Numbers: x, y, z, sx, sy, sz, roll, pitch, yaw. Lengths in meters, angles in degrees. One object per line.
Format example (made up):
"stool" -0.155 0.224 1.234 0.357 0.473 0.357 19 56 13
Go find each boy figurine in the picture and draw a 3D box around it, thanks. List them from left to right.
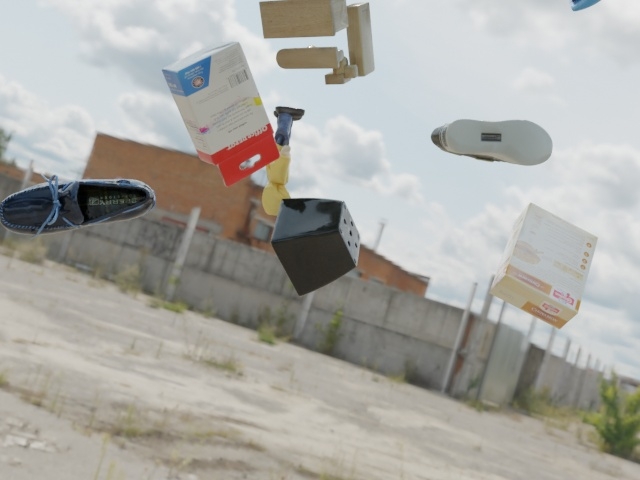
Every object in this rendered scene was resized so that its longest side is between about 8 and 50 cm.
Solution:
"boy figurine" -0.099 -0.209 2.192 0.092 0.285 0.177 5 -6 -8

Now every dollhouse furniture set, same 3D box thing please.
"dollhouse furniture set" -0.001 -0.328 1.347 0.123 0.144 0.151 5 25 25

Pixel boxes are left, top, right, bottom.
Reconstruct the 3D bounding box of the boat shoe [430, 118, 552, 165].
"boat shoe" 0.298 -0.175 1.440 0.219 0.078 0.070 6 2 -20

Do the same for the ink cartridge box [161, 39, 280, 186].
"ink cartridge box" -0.176 -0.230 1.511 0.078 0.134 0.231 24 -40 54

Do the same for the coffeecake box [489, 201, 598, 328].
"coffeecake box" 0.402 0.044 1.491 0.142 0.185 0.068 28 -36 1

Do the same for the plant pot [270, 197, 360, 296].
"plant pot" 0.000 0.000 2.086 0.166 0.188 0.187 -13 -54 18

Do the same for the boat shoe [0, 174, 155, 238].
"boat shoe" -0.411 -0.072 1.400 0.258 0.109 0.089 -14 -2 -13

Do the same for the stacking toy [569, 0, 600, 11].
"stacking toy" 0.585 -0.715 1.982 0.302 0.175 0.166 41 32 -15
